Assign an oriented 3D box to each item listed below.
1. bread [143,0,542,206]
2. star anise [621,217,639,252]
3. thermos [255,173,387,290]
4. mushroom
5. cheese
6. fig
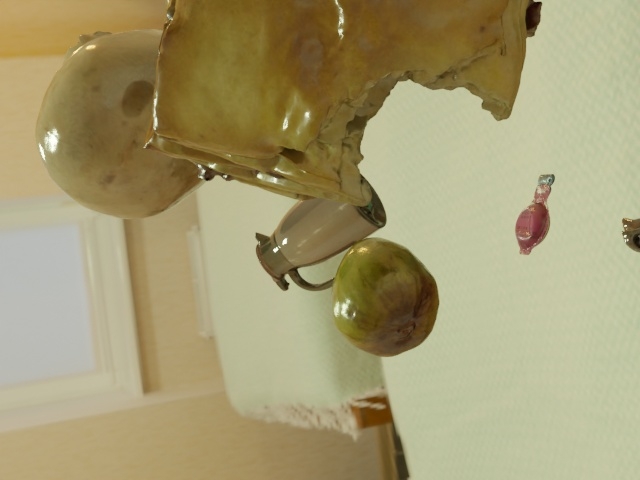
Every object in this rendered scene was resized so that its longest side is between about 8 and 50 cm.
[{"bbox_3d":[-0.001,-0.183,0.834,0.369,0.191,0.314,14,100,22],"label":"bread"},{"bbox_3d":[0.569,0.003,1.395,0.262,0.230,0.081,8,93,55],"label":"star anise"},{"bbox_3d":[0.000,0.000,1.355,0.193,0.105,0.137,-35,94,22],"label":"thermos"},{"bbox_3d":[-0.293,-0.188,1.384,0.290,0.297,0.298,39,135,34],"label":"mushroom"},{"bbox_3d":[0.368,-0.045,1.588,0.095,0.038,0.145,8,80,71],"label":"cheese"},{"bbox_3d":[0.081,0.073,1.172,0.120,0.135,0.153,-159,64,-68],"label":"fig"}]
